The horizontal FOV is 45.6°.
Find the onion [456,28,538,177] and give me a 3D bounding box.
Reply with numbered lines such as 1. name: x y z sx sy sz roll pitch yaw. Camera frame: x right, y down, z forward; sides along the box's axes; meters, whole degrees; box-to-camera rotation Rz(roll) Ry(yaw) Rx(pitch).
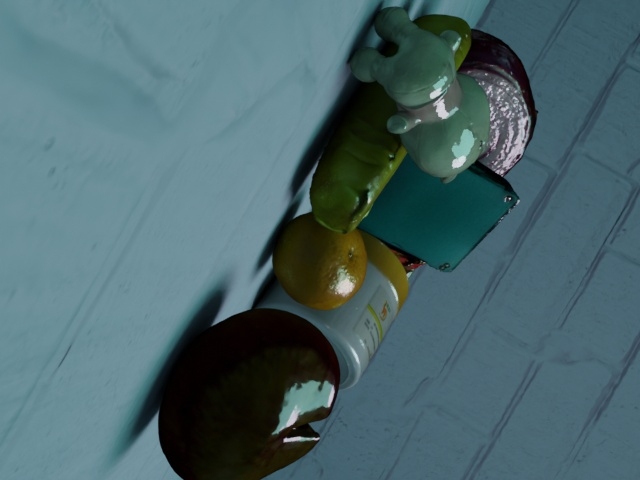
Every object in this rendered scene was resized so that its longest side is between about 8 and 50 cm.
1. onion: 0.256 -0.256 1.457 0.260 0.282 0.337 -85 -173 -49

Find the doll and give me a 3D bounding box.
1. doll: 0.148 -0.167 0.975 0.155 0.113 0.275 -54 130 -13

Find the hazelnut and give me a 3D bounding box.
1. hazelnut: -0.100 0.195 0.973 0.251 0.217 0.217 -50 175 -2

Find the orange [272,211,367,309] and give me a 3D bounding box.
1. orange: -0.004 0.030 1.187 0.136 0.159 0.159 -9 -147 37

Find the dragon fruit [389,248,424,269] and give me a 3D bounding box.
1. dragon fruit: 0.161 -0.042 1.626 0.231 0.302 0.237 -64 149 -48

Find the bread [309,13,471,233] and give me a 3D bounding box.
1. bread: 0.094 -0.181 1.120 0.383 0.112 0.166 -58 178 -23

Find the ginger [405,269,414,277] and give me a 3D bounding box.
1. ginger: 0.187 -0.065 1.930 0.166 0.333 0.080 -34 -168 -7

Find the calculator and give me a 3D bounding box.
1. calculator: 0.195 -0.075 1.411 0.248 0.274 0.058 -57 -165 39

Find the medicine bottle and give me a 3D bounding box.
1. medicine bottle: 0.018 0.127 1.446 0.232 0.238 0.238 -56 174 -36
